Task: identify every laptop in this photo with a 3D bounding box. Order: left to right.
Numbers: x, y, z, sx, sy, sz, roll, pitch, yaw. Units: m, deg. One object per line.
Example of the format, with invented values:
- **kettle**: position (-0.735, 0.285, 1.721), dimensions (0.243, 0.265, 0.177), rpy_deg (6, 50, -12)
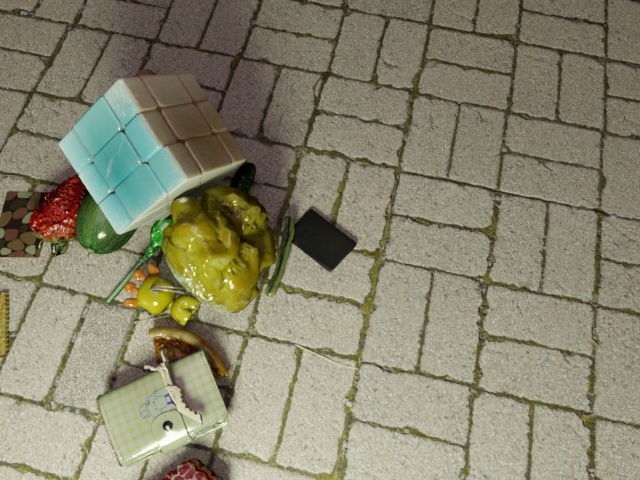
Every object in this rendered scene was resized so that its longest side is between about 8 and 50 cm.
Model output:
- **laptop**: position (0.000, 0.000, 1.855), dimensions (0.197, 0.016, 0.135), rpy_deg (38, 72, 17)

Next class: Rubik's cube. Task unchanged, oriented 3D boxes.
- **Rubik's cube**: position (-0.469, -0.254, 1.670), dimensions (0.321, 0.318, 0.316), rpy_deg (-31, 92, 30)

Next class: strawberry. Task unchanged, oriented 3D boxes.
- **strawberry**: position (-0.809, -0.097, 1.836), dimensions (0.188, 0.106, 0.286), rpy_deg (8, 64, -1)

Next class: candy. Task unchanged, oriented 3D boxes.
- **candy**: position (-0.543, 0.062, 1.793), dimensions (0.097, 0.097, 0.324), rpy_deg (33, 77, 14)

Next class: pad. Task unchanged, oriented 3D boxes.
- **pad**: position (-0.949, -0.053, 1.871), dimensions (0.158, 0.003, 0.235), rpy_deg (1, 65, 0)

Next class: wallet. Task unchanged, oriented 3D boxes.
- **wallet**: position (-0.420, 0.450, 1.575), dimensions (0.309, 0.077, 0.223), rpy_deg (-23, 74, -6)

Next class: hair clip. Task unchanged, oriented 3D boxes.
- **hair clip**: position (-0.385, 0.396, 1.537), dimensions (0.072, 0.034, 0.226), rpy_deg (-33, 74, -7)

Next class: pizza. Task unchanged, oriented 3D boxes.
- **pizza**: position (-0.383, 0.328, 1.672), dimensions (0.271, 0.056, 0.134), rpy_deg (37, 69, 15)

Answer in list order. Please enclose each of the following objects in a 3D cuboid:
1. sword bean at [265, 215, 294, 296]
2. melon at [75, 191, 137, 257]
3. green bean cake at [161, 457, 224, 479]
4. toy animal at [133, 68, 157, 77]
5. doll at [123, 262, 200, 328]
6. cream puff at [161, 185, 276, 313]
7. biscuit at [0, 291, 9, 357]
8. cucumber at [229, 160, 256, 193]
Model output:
- **sword bean**: position (-0.121, 0.049, 1.810), dimensions (0.043, 0.038, 0.270), rpy_deg (14, 70, -1)
- **melon**: position (-0.641, -0.074, 1.787), dimensions (0.182, 0.182, 0.288), rpy_deg (20, 63, 8)
- **green bean cake**: position (-0.367, 0.668, 1.490), dimensions (0.198, 0.097, 0.233), rpy_deg (36, 70, 15)
- **toy animal**: position (-0.532, -0.415, 1.944), dimensions (0.269, 0.237, 0.326), rpy_deg (-21, 59, -43)
- **doll**: position (-0.461, 0.166, 1.703), dimensions (0.220, 0.135, 0.143), rpy_deg (31, 70, 0)
- **cream puff**: position (-0.265, 0.002, 1.663), dimensions (0.275, 0.378, 0.378), rpy_deg (-32, 68, 9)
- **biscuit**: position (-0.984, 0.258, 1.718), dimensions (0.143, 0.016, 0.203), rpy_deg (-12, 66, -7)
- **cucumber**: position (-0.269, -0.156, 1.898), dimensions (0.069, 0.069, 0.228), rpy_deg (19, 70, 8)
